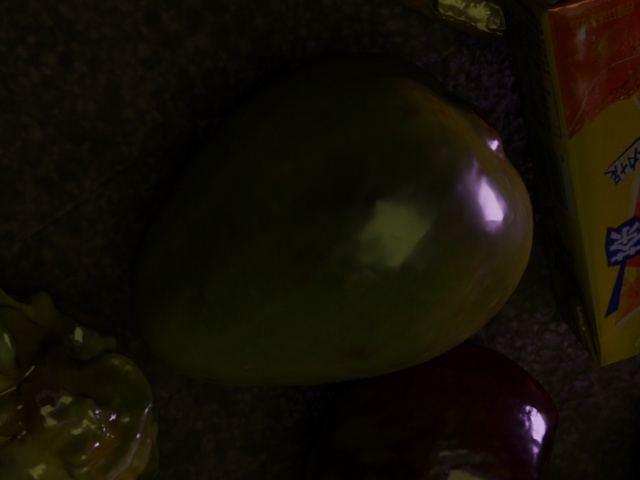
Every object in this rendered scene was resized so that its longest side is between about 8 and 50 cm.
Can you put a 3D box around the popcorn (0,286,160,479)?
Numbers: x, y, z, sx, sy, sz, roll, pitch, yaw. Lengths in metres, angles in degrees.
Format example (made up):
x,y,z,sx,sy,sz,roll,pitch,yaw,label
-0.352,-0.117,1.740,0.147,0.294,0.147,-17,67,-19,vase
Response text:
x,y,z,sx,sy,sz,roll,pitch,yaw,label
-0.231,0.138,1.542,0.235,0.181,0.217,27,123,3,popcorn

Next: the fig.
x,y,z,sx,sy,sz,roll,pitch,yaw,label
0.000,0.000,1.533,0.326,0.258,0.258,-30,111,8,fig

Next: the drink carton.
x,y,z,sx,sy,sz,roll,pitch,yaw,label
0.257,-0.078,1.601,0.154,0.111,0.351,-19,123,-7,drink carton

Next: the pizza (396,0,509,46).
x,y,z,sx,sy,sz,roll,pitch,yaw,label
0.145,-0.248,1.579,0.204,0.080,0.188,4,104,-14,pizza

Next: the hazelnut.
x,y,z,sx,sy,sz,roll,pitch,yaw,label
0.088,0.196,1.641,0.218,0.218,0.234,8,94,-15,hazelnut
